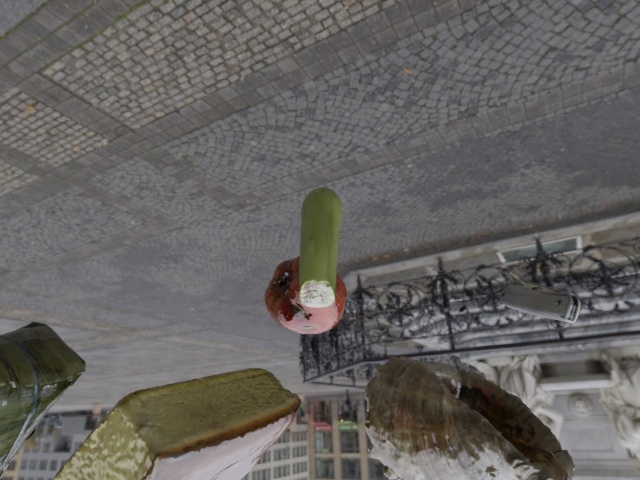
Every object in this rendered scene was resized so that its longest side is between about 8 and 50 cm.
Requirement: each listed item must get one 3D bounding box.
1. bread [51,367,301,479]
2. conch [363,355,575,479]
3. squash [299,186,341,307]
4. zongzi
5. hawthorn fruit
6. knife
[{"bbox_3d":[-0.233,0.361,0.705,0.323,0.143,0.333,-50,153,15],"label":"bread"},{"bbox_3d":[0.239,0.348,0.779,0.297,0.352,0.209,-10,126,-49],"label":"conch"},{"bbox_3d":[0.000,0.000,0.805,0.084,0.249,0.083,1,144,1],"label":"squash"},{"bbox_3d":[-0.442,0.222,0.480,0.125,0.250,0.274,36,-179,8],"label":"zongzi"},{"bbox_3d":[-0.014,0.157,1.129,0.208,0.207,0.243,-19,138,36],"label":"hawthorn fruit"},{"bbox_3d":[0.477,0.130,0.960,0.041,0.073,0.265,24,180,-2],"label":"knife"}]
